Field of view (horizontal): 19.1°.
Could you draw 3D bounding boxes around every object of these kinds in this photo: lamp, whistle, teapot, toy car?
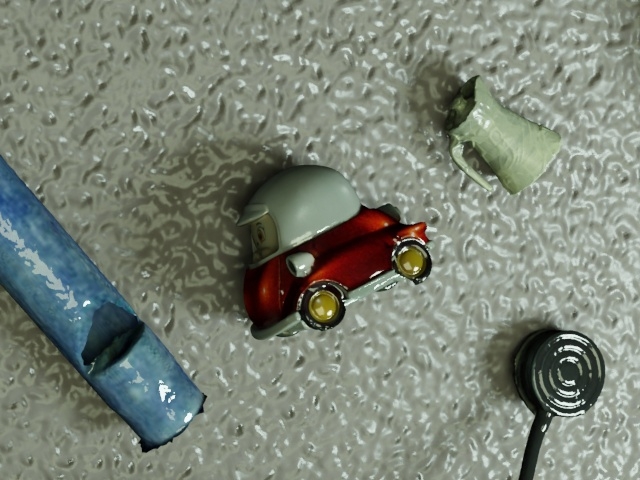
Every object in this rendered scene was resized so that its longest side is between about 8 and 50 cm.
[{"bbox_3d":[0.140,0.230,1.350,0.130,0.108,0.371,40,68,-14],"label":"lamp"},{"bbox_3d":[-0.193,0.018,1.297,0.062,0.062,0.304,-40,110,-5],"label":"whistle"},{"bbox_3d":[0.125,-0.074,1.375,0.083,0.057,0.067,40,86,-13],"label":"teapot"},{"bbox_3d":[0.000,0.000,1.335,0.139,0.112,0.112,-26,92,-20],"label":"toy car"}]
